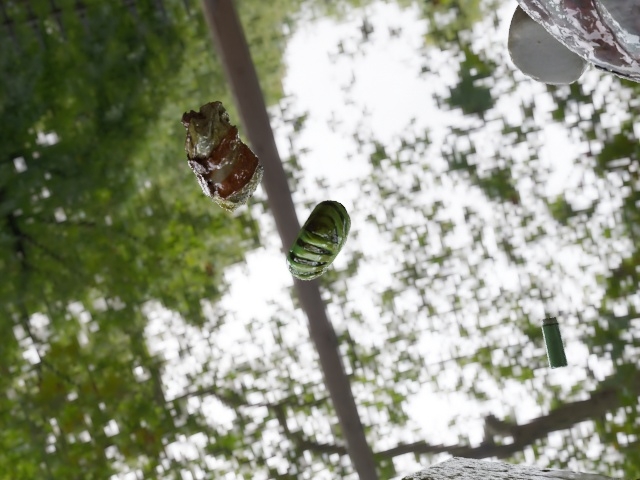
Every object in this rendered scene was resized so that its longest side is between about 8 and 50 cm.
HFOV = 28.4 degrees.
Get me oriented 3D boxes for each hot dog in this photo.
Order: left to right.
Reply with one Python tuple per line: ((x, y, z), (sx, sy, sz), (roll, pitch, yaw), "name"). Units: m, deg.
((-0.196, -0.156, 2.393), (0.103, 0.213, 0.146), (-16, -158, 37), "hot dog")

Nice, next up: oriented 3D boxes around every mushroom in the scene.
((0.307, -0.287, 1.545), (0.093, 0.116, 0.225), (-19, -151, 49), "mushroom")

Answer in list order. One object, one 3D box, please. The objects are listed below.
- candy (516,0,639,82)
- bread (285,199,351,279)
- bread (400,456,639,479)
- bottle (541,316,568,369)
((0.229, -0.262, 0.948), (0.214, 0.290, 0.157), (-27, -172, 27), "candy")
((0.000, 0.000, 1.926), (0.071, 0.139, 0.130), (34, -141, 5), "bread")
((0.277, 0.391, 1.539), (0.345, 0.242, 0.405), (4, 180, 11), "bread")
((0.383, 0.168, 2.073), (0.030, 0.083, 0.030), (-11, 172, -2), "bottle")
